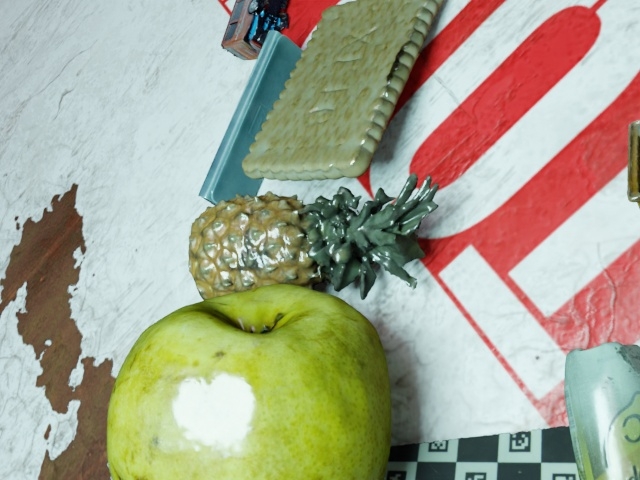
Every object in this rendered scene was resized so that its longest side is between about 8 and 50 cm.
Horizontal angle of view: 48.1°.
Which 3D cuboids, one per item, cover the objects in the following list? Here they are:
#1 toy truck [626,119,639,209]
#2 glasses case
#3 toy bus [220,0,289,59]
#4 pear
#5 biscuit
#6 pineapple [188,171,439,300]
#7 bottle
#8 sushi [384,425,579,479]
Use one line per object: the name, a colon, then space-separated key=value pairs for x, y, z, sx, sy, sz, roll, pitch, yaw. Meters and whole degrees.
toy truck: x=0.421 y=-0.057 z=0.573 sx=0.305 sy=0.162 sz=0.136 roll=-14 pitch=33 yaw=32
glasses case: x=-0.092 y=-0.168 z=1.072 sx=0.056 sy=0.105 sz=0.266 roll=21 pitch=85 yaw=15
toy bus: x=-0.092 y=-0.415 z=1.183 sx=0.096 sy=0.073 sz=0.235 roll=3 pitch=74 yaw=45
pear: x=-0.063 y=0.203 z=0.759 sx=0.303 sy=0.304 sz=0.304 roll=-15 pitch=63 yaw=32
biscuit: x=0.034 y=-0.214 z=0.975 sx=0.217 sy=0.044 sz=0.325 roll=1 pitch=57 yaw=42
pineapple: x=0.000 y=0.000 z=0.894 sx=0.340 sy=0.169 sz=0.169 roll=-14 pitch=63 yaw=26
bottle: x=0.273 y=0.226 z=0.623 sx=0.083 sy=0.083 sz=0.270 roll=-19 pitch=64 yaw=31
sushi: x=0.162 y=0.289 z=0.702 sx=0.215 sy=0.050 sz=0.192 roll=-12 pitch=45 yaw=24
